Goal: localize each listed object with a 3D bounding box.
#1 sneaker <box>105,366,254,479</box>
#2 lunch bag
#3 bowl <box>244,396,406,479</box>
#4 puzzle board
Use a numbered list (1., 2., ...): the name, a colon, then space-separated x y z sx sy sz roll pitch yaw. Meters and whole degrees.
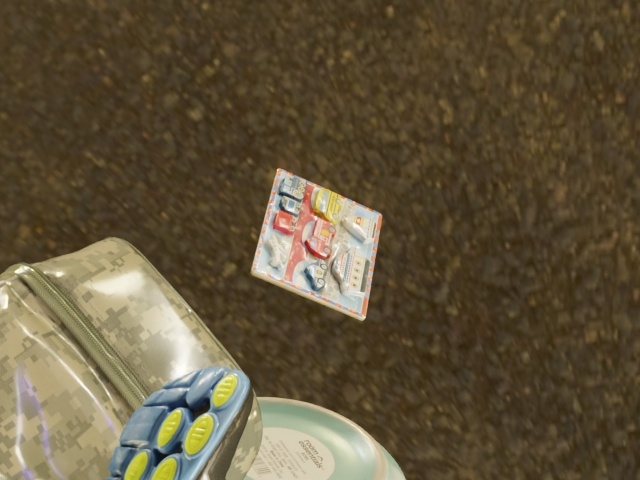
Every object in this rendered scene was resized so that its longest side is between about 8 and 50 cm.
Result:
1. sneaker: -0.082 0.161 0.879 0.067 0.078 0.188 17 89 43
2. lunch bag: -0.222 0.178 1.056 0.212 0.256 0.305 50 132 20
3. bowl: -0.043 0.250 1.333 0.311 0.311 0.163 18 117 17
4. puzzle board: 0.000 0.000 1.224 0.096 0.011 0.128 23 41 -9
